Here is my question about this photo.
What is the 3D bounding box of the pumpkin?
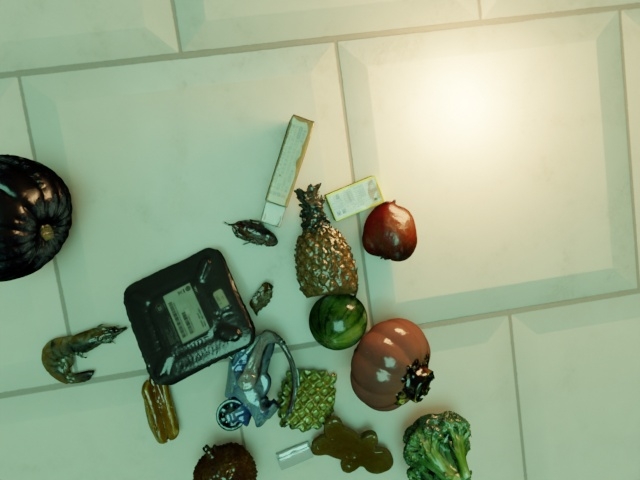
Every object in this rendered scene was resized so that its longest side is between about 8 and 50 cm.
[{"bbox_3d":[-0.876,-0.064,1.237,0.266,0.363,0.364,24,92,0],"label":"pumpkin"}]

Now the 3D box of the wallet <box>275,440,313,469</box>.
[{"bbox_3d":[-0.089,0.749,1.543,0.122,0.025,0.061,-21,90,-3],"label":"wallet"}]

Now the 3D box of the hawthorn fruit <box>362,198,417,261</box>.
[{"bbox_3d":[0.226,-0.036,1.439,0.185,0.185,0.203,7,81,-6],"label":"hawthorn fruit"}]

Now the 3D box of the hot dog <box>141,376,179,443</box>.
[{"bbox_3d":[-0.531,0.553,1.467,0.092,0.062,0.236,-12,91,-20],"label":"hot dog"}]

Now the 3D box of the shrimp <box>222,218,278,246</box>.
[{"bbox_3d":[-0.229,-0.027,1.445,0.190,0.073,0.075,17,50,-16],"label":"shrimp"}]

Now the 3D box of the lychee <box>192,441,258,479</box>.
[{"bbox_3d":[-0.312,0.756,1.442,0.200,0.200,0.238,-27,109,-3],"label":"lychee"}]

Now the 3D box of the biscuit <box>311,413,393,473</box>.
[{"bbox_3d":[0.118,0.719,1.534,0.301,0.049,0.197,28,112,-11],"label":"biscuit"}]

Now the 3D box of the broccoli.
[{"bbox_3d":[0.404,0.712,1.484,0.264,0.245,0.295,17,118,-25],"label":"broccoli"}]

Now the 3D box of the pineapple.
[{"bbox_3d":[0.000,0.000,1.403,0.201,0.202,0.362,-11,92,-4],"label":"pineapple"}]

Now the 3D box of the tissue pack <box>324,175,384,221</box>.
[{"bbox_3d":[0.111,-0.140,1.468,0.175,0.062,0.095,-23,98,-4],"label":"tissue pack"}]

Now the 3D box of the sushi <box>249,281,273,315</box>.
[{"bbox_3d":[-0.194,0.195,1.475,0.055,0.052,0.120,35,89,8],"label":"sushi"}]

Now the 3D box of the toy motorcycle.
[{"bbox_3d":[-0.195,0.446,1.403,0.240,0.182,0.320,4,81,21],"label":"toy motorcycle"}]

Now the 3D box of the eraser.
[{"bbox_3d":[-0.109,-0.215,1.402,0.078,0.144,0.344,17,94,-8],"label":"eraser"}]

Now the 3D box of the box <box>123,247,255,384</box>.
[{"bbox_3d":[-0.414,0.231,1.389,0.350,0.091,0.359,-27,76,-1],"label":"box"}]

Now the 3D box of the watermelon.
[{"bbox_3d":[0.061,0.254,1.443,0.187,0.215,0.188,13,126,19],"label":"watermelon"}]

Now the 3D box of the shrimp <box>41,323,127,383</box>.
[{"bbox_3d":[-0.755,0.371,1.439,0.295,0.058,0.169,-17,103,0],"label":"shrimp"}]

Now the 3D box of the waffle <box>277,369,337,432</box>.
[{"bbox_3d":[-0.050,0.547,1.513,0.203,0.054,0.224,4,95,-17],"label":"waffle"}]

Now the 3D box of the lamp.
[{"bbox_3d":[0.238,0.404,1.408,0.239,0.305,0.306,29,92,37],"label":"lamp"}]
